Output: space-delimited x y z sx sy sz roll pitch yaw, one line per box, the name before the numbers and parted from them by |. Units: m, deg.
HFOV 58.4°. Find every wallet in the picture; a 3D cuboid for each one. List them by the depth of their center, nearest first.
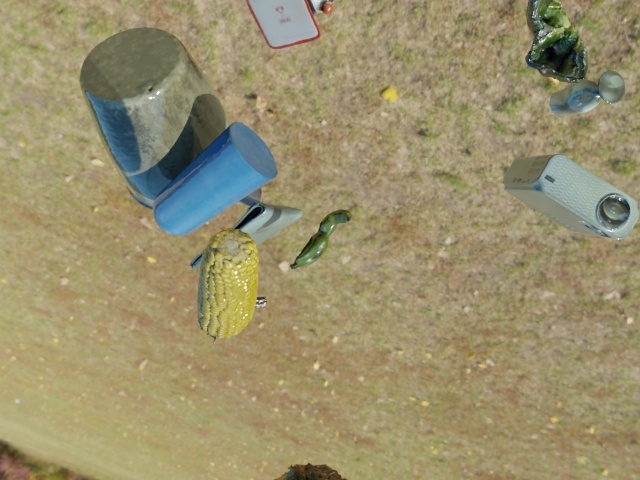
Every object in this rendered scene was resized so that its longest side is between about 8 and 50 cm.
wallet | -0.213 -0.016 1.646 0.290 0.054 0.251 -33 170 17

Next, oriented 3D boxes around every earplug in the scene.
earplug | -0.231 -0.105 1.159 0.273 0.132 0.132 -34 124 23

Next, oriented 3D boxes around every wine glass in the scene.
wine glass | 0.737 -0.404 1.600 0.093 0.093 0.202 32 172 -16

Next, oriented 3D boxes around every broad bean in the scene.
broad bean | 0.000 0.000 1.456 0.048 0.070 0.213 32 106 -37

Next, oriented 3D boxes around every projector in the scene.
projector | 0.583 -0.108 1.345 0.250 0.108 0.198 30 -177 -7

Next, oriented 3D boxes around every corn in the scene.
corn | -0.135 0.069 0.837 0.091 0.091 0.260 -18 158 -22

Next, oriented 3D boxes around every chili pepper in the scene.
chili pepper | 0.582 -0.510 1.443 0.116 0.148 0.264 -21 91 42

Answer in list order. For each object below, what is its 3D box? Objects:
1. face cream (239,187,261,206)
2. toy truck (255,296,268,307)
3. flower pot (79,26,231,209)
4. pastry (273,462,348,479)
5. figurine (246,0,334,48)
face cream | -0.295 -0.174 1.601 0.269 0.073 0.107 24 -163 -26
toy truck | -0.192 0.176 1.626 0.083 0.032 0.024 -5 147 -22
flower pot | -0.348 -0.270 1.258 0.294 0.293 0.330 14 151 15
pastry | -0.026 0.624 1.238 0.275 0.274 0.193 26 178 -6
figurine | -0.045 -0.642 1.509 0.183 0.226 0.160 3 135 39
